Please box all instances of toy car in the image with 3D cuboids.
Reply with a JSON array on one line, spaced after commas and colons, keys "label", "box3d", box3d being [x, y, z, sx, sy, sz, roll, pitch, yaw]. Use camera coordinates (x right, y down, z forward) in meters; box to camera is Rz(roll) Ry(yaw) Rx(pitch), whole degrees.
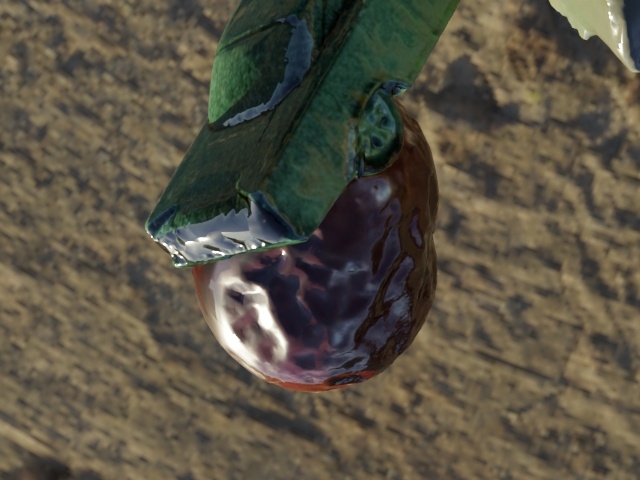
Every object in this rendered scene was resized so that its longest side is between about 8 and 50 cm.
[{"label": "toy car", "box3d": [0.015, -0.128, 0.876, 0.097, 0.321, 0.141, 40, 154, -21]}]

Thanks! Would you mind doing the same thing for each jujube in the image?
[{"label": "jujube", "box3d": [0.000, 0.000, 1.341, 0.223, 0.223, 0.318, 23, 144, 5]}]

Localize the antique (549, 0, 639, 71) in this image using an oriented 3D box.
[{"label": "antique", "box3d": [0.142, -0.227, 0.691, 0.150, 0.125, 0.284, -34, 137, -1]}]
